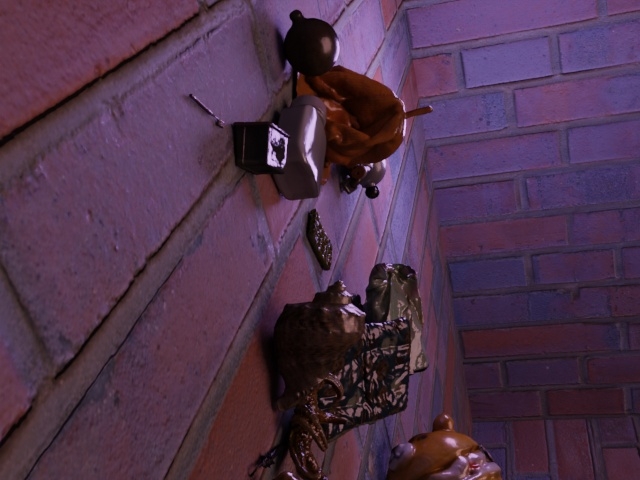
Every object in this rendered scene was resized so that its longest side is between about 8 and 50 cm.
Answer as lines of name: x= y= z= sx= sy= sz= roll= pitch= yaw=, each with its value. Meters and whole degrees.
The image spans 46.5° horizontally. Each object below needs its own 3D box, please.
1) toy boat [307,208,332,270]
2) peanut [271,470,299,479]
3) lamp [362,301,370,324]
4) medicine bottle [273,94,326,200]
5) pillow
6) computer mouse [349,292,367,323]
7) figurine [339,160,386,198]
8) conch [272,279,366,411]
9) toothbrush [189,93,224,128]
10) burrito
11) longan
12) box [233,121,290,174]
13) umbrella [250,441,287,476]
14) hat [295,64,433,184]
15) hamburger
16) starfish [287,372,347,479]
toy boat: x=0.000 y=0.000 z=1.371 sx=0.115 sy=0.016 sz=0.063 roll=65 pitch=24 yaw=-48
peanut: x=-0.047 y=0.401 z=0.907 sx=0.120 sy=0.110 sz=0.236 roll=41 pitch=34 yaw=-37
lamp: x=0.123 y=0.176 z=1.577 sx=0.105 sy=0.105 sz=0.105 roll=-6 pitch=90 yaw=-74
medicine bottle: x=-0.031 y=-0.160 z=1.228 sx=0.119 sy=0.070 sz=0.183 roll=67 pitch=24 yaw=-44
pillow: x=0.080 y=0.243 z=1.338 sx=0.256 sy=0.034 sz=0.188 roll=-6 pitch=96 yaw=-45
computer mouse: x=0.058 y=0.193 z=1.425 sx=0.105 sy=0.062 sz=0.192 roll=61 pitch=22 yaw=-52
figurine: x=0.085 y=-0.157 z=1.606 sx=0.147 sy=0.094 sz=0.197 roll=61 pitch=25 yaw=1
conch: x=-0.006 y=0.155 z=1.092 sx=0.155 sy=0.130 sz=0.207 roll=17 pitch=92 yaw=-68
toothbrush: x=-0.144 y=-0.164 z=0.945 sx=0.097 sy=0.006 sz=0.008 roll=40 pitch=50 yaw=-68
burrito: x=0.146 y=0.158 z=1.484 sx=0.144 sy=0.089 sz=0.228 roll=-3 pitch=85 yaw=-45
longan: x=-0.019 y=-0.345 z=1.293 sx=0.119 sy=0.106 sz=0.106 roll=60 pitch=24 yaw=-20
box: x=-0.084 y=-0.130 z=1.056 sx=0.085 sy=0.060 sz=0.063 roll=22 pitch=71 yaw=-73
umbrella: x=-0.065 y=0.296 z=1.030 sx=0.022 sy=0.022 sz=0.149 roll=-55 pitch=169 yaw=11
hat: x=0.094 y=-0.241 z=1.398 sx=0.233 sy=0.233 sz=0.244 roll=24 pitch=62 yaw=-73
hamburger: x=0.272 y=0.546 z=1.712 sx=0.236 sy=0.276 sz=0.276 roll=59 pitch=4 yaw=26
starfish: x=-0.008 y=0.298 z=1.118 sx=0.190 sy=0.074 sz=0.146 roll=-69 pitch=162 yaw=-56
